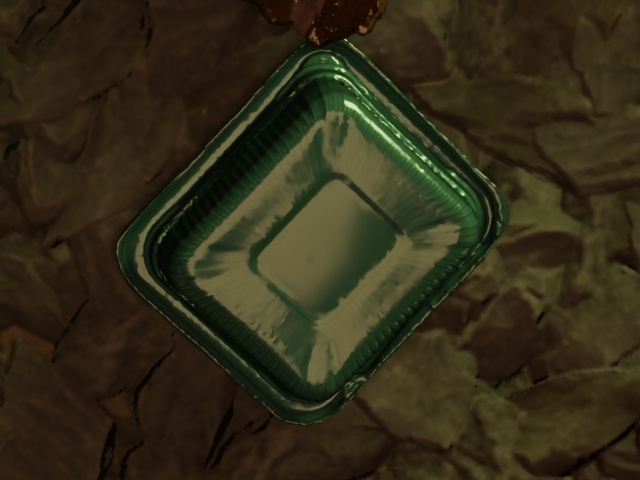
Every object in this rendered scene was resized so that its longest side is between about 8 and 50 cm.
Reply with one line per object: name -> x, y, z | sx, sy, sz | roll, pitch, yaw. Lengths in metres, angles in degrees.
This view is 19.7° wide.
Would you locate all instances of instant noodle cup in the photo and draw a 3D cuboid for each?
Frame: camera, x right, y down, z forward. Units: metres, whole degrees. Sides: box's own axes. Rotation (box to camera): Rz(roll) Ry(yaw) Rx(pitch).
instant noodle cup -> 0.000, 0.000, 0.982 | 0.157, 0.070, 0.179 | 43, 91, -11

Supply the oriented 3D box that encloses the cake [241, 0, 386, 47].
cake -> 0.038, -0.245, 0.942 | 0.116, 0.113, 0.295 | 31, 105, 16
